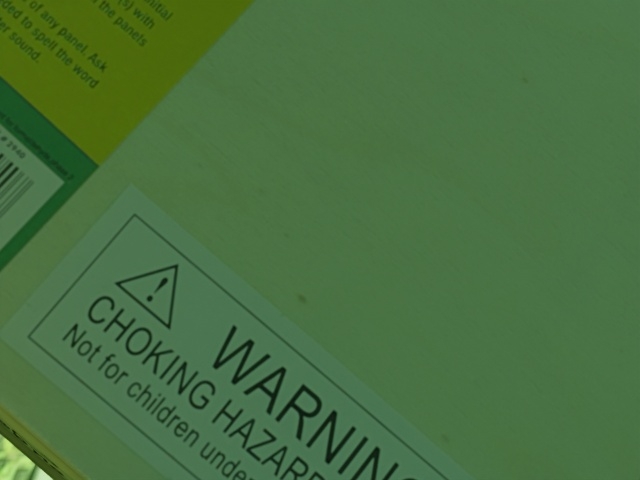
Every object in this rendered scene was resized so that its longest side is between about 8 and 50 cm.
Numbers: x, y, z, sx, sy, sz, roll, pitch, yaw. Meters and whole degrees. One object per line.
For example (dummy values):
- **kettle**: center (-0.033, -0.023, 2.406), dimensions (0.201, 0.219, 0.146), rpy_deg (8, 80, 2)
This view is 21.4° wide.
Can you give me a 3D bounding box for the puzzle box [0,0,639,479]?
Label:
- **puzzle box**: center (0.033, -0.048, 0.384), dimensions (0.272, 0.409, 0.052), rpy_deg (-49, -176, -17)
